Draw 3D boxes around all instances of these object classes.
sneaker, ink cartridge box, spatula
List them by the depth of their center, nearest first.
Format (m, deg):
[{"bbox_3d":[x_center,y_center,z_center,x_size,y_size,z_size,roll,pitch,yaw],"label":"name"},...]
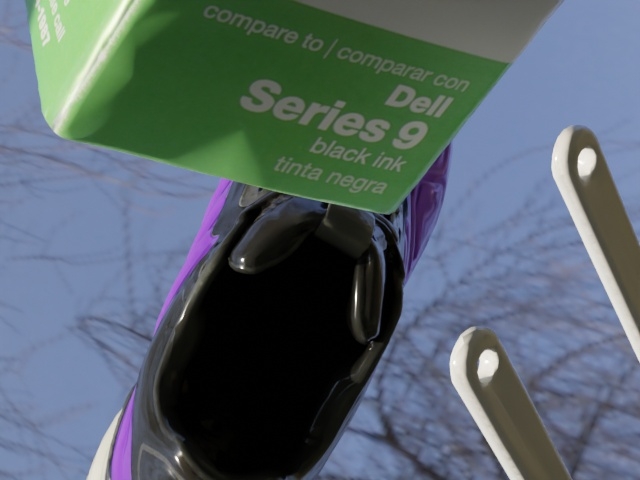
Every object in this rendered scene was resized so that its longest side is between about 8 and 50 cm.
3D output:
[{"bbox_3d":[0.026,-0.183,0.511,0.121,0.211,0.289,14,-48,-30],"label":"ink cartridge box"},{"bbox_3d":[0.078,0.093,0.538,0.168,0.019,0.242,-55,-46,-27],"label":"spatula"},{"bbox_3d":[0.001,0.001,0.783,0.102,0.146,0.293,23,-114,-5],"label":"sneaker"}]
